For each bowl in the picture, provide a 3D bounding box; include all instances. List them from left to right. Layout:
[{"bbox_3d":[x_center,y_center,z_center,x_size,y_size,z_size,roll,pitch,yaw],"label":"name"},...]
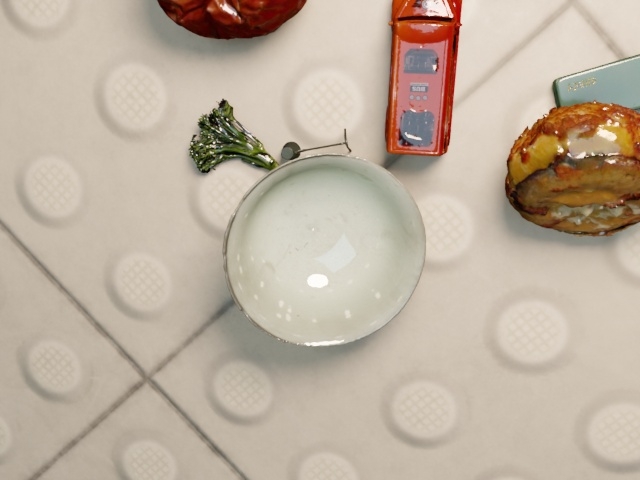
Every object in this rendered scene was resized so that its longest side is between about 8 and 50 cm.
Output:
[{"bbox_3d":[0.000,0.000,1.026,0.314,0.146,0.313,-3,109,-7],"label":"bowl"}]

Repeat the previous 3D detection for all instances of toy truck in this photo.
[{"bbox_3d":[0.154,-0.256,0.963,0.108,0.114,0.252,5,106,11],"label":"toy truck"}]

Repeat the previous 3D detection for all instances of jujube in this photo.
[{"bbox_3d":[-0.123,-0.406,0.939,0.232,0.213,0.212,2,104,15],"label":"jujube"}]

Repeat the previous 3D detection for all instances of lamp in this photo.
[{"bbox_3d":[-0.011,-0.153,1.050,0.121,0.054,0.041,-9,102,13],"label":"lamp"}]

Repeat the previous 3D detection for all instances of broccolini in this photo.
[{"bbox_3d":[-0.123,-0.102,1.089,0.123,0.062,0.271,-35,98,27],"label":"broccolini"}]

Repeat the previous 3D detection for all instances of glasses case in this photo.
[{"bbox_3d":[0.450,-0.230,0.953,0.184,0.039,0.077,-14,101,14],"label":"glasses case"}]

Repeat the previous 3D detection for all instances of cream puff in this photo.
[{"bbox_3d":[0.385,-0.106,0.916,0.240,0.240,0.163,3,74,10],"label":"cream puff"}]
